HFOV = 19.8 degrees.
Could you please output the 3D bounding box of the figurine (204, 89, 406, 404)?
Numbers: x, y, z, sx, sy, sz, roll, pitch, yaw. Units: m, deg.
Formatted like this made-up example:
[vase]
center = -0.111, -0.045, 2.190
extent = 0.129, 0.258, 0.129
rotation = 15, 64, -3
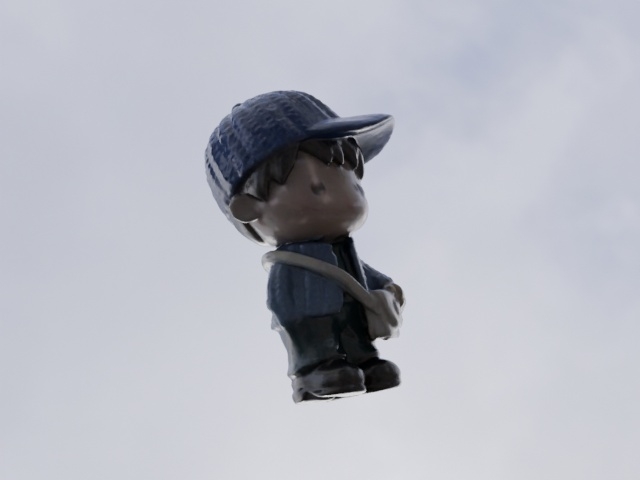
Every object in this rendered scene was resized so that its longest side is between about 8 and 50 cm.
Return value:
[figurine]
center = -0.007, 0.002, 0.793
extent = 0.077, 0.079, 0.136
rotation = -1, -94, -48
